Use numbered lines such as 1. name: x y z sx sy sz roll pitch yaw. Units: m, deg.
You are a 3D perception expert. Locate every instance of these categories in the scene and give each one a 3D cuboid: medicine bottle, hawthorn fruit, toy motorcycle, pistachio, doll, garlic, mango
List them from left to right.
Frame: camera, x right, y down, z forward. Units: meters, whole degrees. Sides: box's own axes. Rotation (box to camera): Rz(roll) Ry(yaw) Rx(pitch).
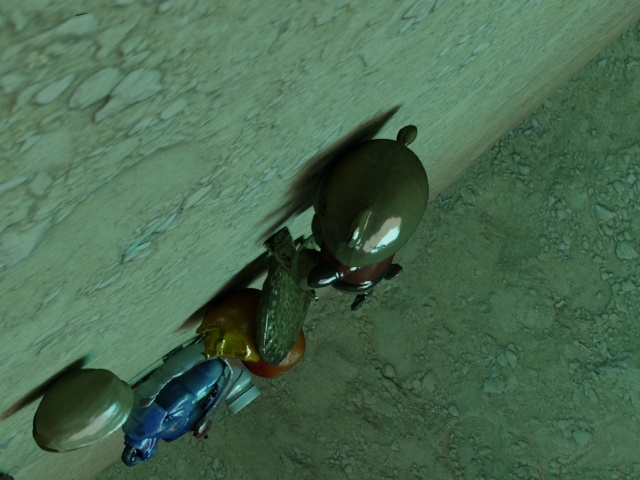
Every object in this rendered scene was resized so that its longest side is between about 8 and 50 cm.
1. pistachio: -0.342 0.241 1.269 0.149 0.113 0.113 -40 175 -26
2. toy motorcycle: -0.336 0.339 1.977 0.182 0.241 0.319 12 -138 41
3. medicine bottle: -0.241 0.337 2.230 0.102 0.187 0.103 -39 174 -5
4. mango: -0.153 0.170 1.755 0.252 0.126 0.154 -28 129 -75
5. hawthorn fruit: -0.148 0.255 2.258 0.196 0.197 0.225 -41 160 21
6. garlic: -0.001 0.000 1.875 0.083 0.041 0.053 -45 -179 -18
7. doll: 0.063 -0.020 1.358 0.235 0.174 0.330 -59 174 -29

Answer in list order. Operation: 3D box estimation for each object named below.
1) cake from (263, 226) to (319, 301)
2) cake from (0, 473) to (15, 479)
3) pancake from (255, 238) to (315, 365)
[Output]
1. cake: -0.050 0.049 1.510 0.055 0.140 0.051 -23 163 -8
2. cake: -0.590 0.612 1.646 0.230 0.309 0.237 -31 175 -23
3. pancake: -0.065 0.107 1.722 0.286 0.033 0.288 82 23 -47
